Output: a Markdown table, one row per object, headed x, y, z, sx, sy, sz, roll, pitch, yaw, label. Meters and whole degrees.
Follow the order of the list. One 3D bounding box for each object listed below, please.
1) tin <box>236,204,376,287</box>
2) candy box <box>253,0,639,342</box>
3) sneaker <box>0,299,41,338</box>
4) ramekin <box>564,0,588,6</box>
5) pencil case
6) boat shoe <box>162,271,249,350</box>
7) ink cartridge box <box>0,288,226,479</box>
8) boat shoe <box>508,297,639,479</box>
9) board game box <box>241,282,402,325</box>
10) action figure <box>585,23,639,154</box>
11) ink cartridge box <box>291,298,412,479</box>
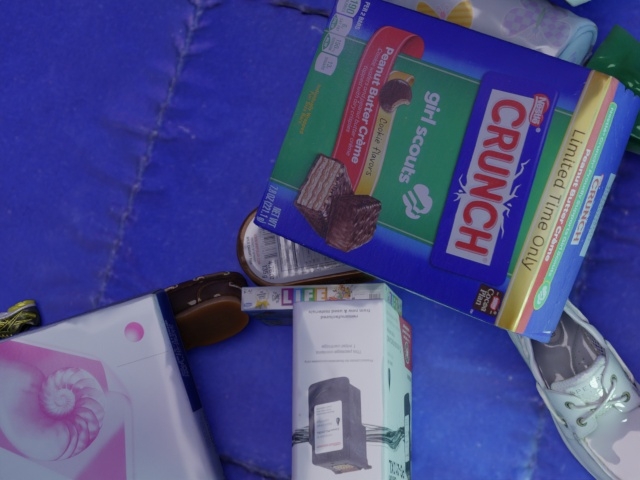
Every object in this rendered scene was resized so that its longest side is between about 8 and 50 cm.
| x | y | z | sx | sy | sz | roll | pitch | yaw | label |
| --- | --- | --- | --- | --- | --- | --- | --- | --- | --- |
| 0.000 | 0.000 | 1.843 | 0.189 | 0.040 | 0.106 | -11 | 80 | 10 | tin |
| 0.125 | -0.078 | 1.702 | 0.317 | 0.122 | 0.268 | 22 | 94 | 26 | candy box |
| -0.354 | 0.099 | 1.903 | 0.083 | 0.031 | 0.035 | -32 | 73 | 4 | sneaker |
| 0.215 | -0.355 | 1.759 | 0.273 | 0.273 | 0.127 | 38 | 100 | 18 | ramekin |
| 0.166 | -0.251 | 1.817 | 0.273 | 0.113 | 0.124 | 35 | 43 | 17 | pencil case |
| -0.174 | 0.091 | 1.850 | 0.207 | 0.073 | 0.073 | -16 | 37 | 7 | boat shoe |
| -0.273 | 0.253 | 1.792 | 0.330 | 0.071 | 0.324 | -18 | 90 | 7 | ink cartridge box |
| 0.269 | 0.151 | 1.715 | 0.098 | 0.096 | 0.277 | -36 | 73 | 2 | boat shoe |
| 0.003 | 0.069 | 1.790 | 0.154 | 0.103 | 0.026 | -2 | 77 | 12 | board game box |
| 0.377 | -0.120 | 1.767 | 0.232 | 0.063 | 0.137 | 30 | 84 | 21 | action figure |
| 0.034 | 0.191 | 1.720 | 0.100 | 0.172 | 0.237 | -2 | 78 | 12 | ink cartridge box |
